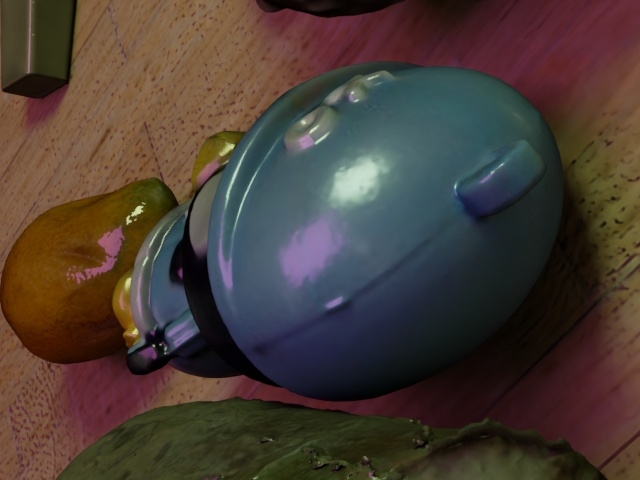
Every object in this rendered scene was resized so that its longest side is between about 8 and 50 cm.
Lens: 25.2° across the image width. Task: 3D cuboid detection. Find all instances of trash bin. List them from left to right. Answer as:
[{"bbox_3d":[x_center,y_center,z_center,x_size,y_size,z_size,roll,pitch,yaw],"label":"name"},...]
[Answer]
[{"bbox_3d":[-0.224,-0.165,1.123,0.061,0.043,0.092,-16,68,50],"label":"trash bin"}]

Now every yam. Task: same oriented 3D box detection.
[{"bbox_3d":[-0.007,0.164,0.589,0.300,0.195,0.195,-8,74,60],"label":"yam"}]

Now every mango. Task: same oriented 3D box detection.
[{"bbox_3d":[-0.147,0.024,0.931,0.165,0.089,0.115,-11,62,48],"label":"mango"}]

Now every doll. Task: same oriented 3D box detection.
[{"bbox_3d":[0.000,0.000,0.678,0.177,0.141,0.314,-43,14,-31],"label":"doll"}]

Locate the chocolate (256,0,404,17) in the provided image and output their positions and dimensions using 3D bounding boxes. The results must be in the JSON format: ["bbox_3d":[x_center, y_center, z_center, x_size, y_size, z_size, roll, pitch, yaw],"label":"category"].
[{"bbox_3d":[-0.007,-0.261,0.709,0.210,0.225,0.340,-43,60,44],"label":"chocolate"}]
